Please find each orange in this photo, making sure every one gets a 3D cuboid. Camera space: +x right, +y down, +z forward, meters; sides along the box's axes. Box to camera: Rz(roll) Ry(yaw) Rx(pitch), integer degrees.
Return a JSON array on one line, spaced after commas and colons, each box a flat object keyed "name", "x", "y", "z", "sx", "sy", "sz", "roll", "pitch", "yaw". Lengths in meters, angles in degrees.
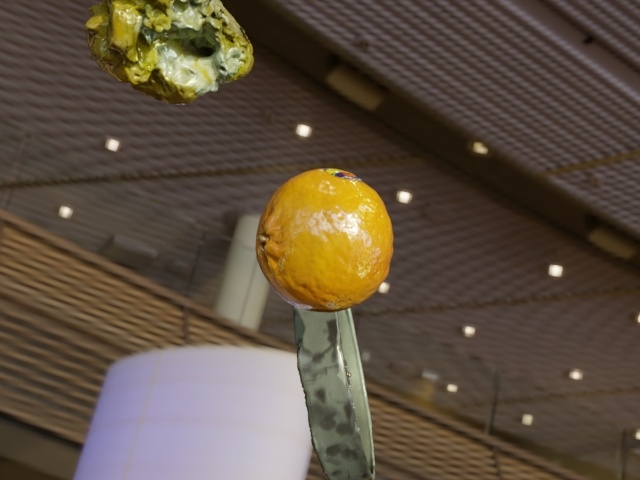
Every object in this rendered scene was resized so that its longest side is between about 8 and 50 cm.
[{"name": "orange", "x": 0.003, "y": 0.000, "z": 1.460, "sx": 0.177, "sy": 0.178, "sz": 0.155, "roll": -6, "pitch": -5, "yaw": 36}]

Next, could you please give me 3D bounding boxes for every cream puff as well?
[{"name": "cream puff", "x": -0.210, "y": -0.274, "z": 1.539, "sx": 0.194, "sy": 0.195, "sz": 0.221, "roll": -4, "pitch": -37, "yaw": 33}]

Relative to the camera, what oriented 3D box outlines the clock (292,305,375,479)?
[{"name": "clock", "x": 0.020, "y": 0.197, "z": 1.750, "sx": 0.067, "sy": 0.325, "sz": 0.325, "roll": -11, "pitch": -30, "yaw": 5}]
